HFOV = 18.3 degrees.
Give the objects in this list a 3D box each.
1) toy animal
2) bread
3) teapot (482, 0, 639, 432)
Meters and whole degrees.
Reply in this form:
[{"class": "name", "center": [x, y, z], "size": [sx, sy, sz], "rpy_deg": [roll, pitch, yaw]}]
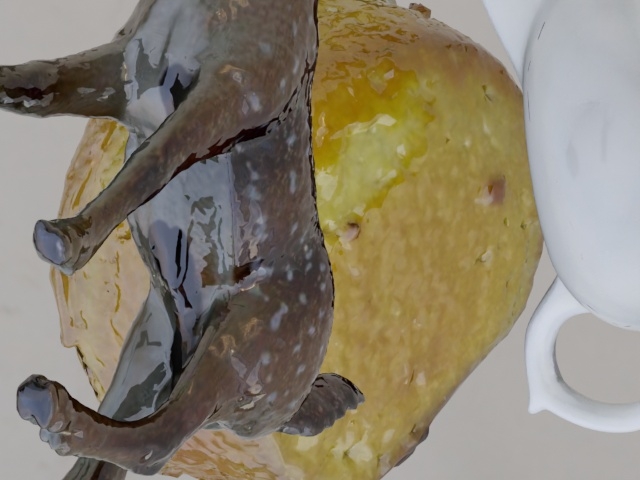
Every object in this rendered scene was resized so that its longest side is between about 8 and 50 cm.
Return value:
[{"class": "toy animal", "center": [-0.020, -0.045, 0.599], "size": [0.087, 0.260, 0.243], "rpy_deg": [26, 123, 25]}, {"class": "bread", "center": [0.002, -0.003, 1.310], "size": [0.204, 0.358, 0.337], "rpy_deg": [20, 147, 34]}, {"class": "teapot", "center": [0.164, -0.035, 1.102], "size": [0.166, 0.208, 0.299], "rpy_deg": [1, 101, 6]}]
